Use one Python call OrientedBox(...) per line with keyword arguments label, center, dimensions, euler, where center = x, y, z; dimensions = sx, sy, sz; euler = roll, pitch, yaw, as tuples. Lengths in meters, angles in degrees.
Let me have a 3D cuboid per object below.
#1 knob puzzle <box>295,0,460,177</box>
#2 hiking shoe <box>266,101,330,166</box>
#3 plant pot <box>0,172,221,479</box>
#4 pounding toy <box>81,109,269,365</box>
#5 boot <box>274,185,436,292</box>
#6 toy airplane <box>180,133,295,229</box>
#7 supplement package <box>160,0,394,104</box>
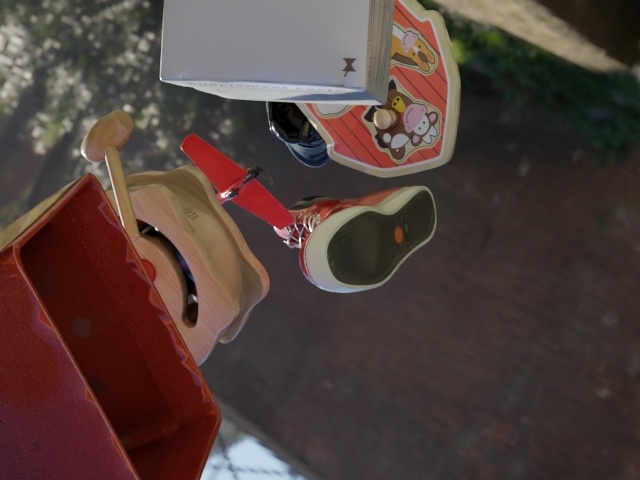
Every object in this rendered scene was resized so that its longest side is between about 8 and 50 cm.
OrientedBox(label="knob puzzle", center=(0.055, -0.144, 1.352), dimensions=(0.213, 0.213, 0.030), euler=(28, -153, 31))
OrientedBox(label="hiking shoe", center=(-0.036, -0.159, 1.866), dimensions=(0.086, 0.114, 0.227), euler=(3, 143, 17))
OrientedBox(label="plant pot", center=(-0.263, 0.134, 1.212), dimensions=(0.267, 0.235, 0.267), euler=(63, -170, -12))
OrientedBox(label="pounding toy", center=(-0.190, 0.013, 1.472), dimensions=(0.270, 0.154, 0.155), euler=(58, -145, -3))
OrientedBox(label="boot", center=(0.000, 0.000, 1.552), dimensions=(0.176, 0.088, 0.244), euler=(-2, -167, 30))
OrientedBox(label="toy airplane", center=(-0.107, -0.049, 1.530), dimensions=(0.151, 0.028, 0.151), euler=(15, 140, 13))
OrientedBox(label="supplement package", center=(-0.021, -0.168, 0.995), dimensions=(0.139, 0.134, 0.244), euler=(3, -176, 5))
